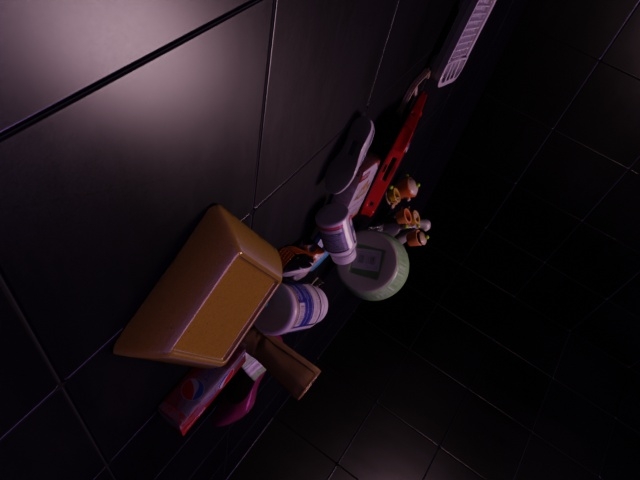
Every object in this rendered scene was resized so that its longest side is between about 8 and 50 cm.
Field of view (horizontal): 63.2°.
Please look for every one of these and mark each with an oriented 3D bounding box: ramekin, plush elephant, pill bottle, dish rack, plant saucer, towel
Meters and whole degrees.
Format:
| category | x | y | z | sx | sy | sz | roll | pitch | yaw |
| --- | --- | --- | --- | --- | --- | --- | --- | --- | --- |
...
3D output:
| category | x | y | z | sx | sy | sz | roll | pitch | yaw |
| --- | --- | --- | --- | --- | --- | --- | --- | --- | --- |
| ramekin | 0.211 | 0.097 | 2.186 | 0.303 | 0.303 | 0.148 | -57 | 159 | 1 |
| plush elephant | 0.368 | 0.023 | 2.597 | 0.330 | 0.271 | 0.255 | -18 | 111 | -39 |
| pill bottle | 0.054 | -0.015 | 1.611 | 0.108 | 0.108 | 0.180 | -48 | 138 | -33 |
| dish rack | 0.480 | -0.700 | 1.769 | 0.285 | 0.072 | 0.333 | -37 | 156 | -54 |
| plant saucer | -0.211 | 0.131 | 1.073 | 0.333 | 0.081 | 0.333 | -55 | 156 | -5 |
| towel | -0.215 | 0.385 | 1.718 | 0.113 | 0.023 | 0.152 | -39 | 131 | -16 |
| pill bottle | -0.085 | 0.199 | 1.563 | 0.153 | 0.153 | 0.264 | -59 | 157 | 9 |

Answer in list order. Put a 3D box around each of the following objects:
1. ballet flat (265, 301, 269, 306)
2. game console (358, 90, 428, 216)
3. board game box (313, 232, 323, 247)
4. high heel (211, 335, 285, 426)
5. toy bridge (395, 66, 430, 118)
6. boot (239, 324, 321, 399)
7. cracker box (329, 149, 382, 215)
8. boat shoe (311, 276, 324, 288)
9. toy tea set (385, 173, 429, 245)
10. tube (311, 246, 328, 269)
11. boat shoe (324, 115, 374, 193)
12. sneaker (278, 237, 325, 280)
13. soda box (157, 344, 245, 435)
| category | x | y | z | sx | sy | sz | roll | pitch | yaw |
| --- | --- | --- | --- | --- | --- | --- | --- | --- | --- |
| ballet flat | -0.182 | 0.131 | 1.341 | 0.074 | 0.074 | 0.203 | -54 | 165 | -13 |
| game console | 0.250 | -0.295 | 1.812 | 0.342 | 0.060 | 0.387 | -65 | 179 | -45 |
| board game box | 0.000 | 0.000 | 1.780 | 0.090 | 0.020 | 0.090 | -57 | 166 | -2 |
| high heel | -0.272 | 0.469 | 1.803 | 0.377 | 0.127 | 0.181 | -50 | 137 | -13 |
| toy bridge | 0.309 | -0.497 | 1.722 | 0.188 | 0.026 | 0.063 | -56 | 166 | -4 |
| boot | -0.113 | 0.334 | 1.602 | 0.236 | 0.269 | 0.089 | -41 | 161 | -49 |
| cracker box | 0.103 | -0.163 | 1.672 | 0.155 | 0.067 | 0.232 | -41 | 158 | -52 |
| boat shoe | -0.033 | 0.203 | 2.090 | 0.133 | 0.042 | 0.049 | -45 | 165 | -36 |
| toy tea set | 0.426 | -0.139 | 2.399 | 0.124 | 0.336 | 0.200 | -16 | -158 | 32 |
| tube | 0.022 | 0.032 | 1.883 | 0.207 | 0.052 | 0.080 | -53 | 162 | 7 |
| boat shoe | 0.089 | -0.230 | 1.437 | 0.228 | 0.079 | 0.081 | -63 | 161 | 12 |
| sneaker | -0.075 | 0.081 | 1.546 | 0.121 | 0.099 | 0.262 | -57 | 166 | 21 |
| soda box | -0.315 | 0.385 | 1.405 | 0.263 | 0.083 | 0.092 | -48 | 163 | -32 |
